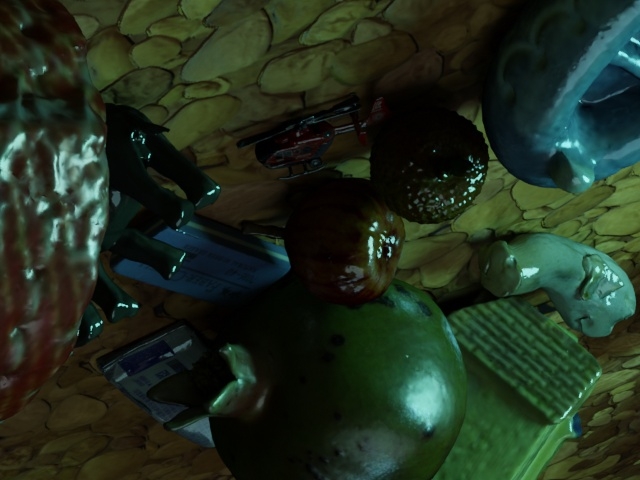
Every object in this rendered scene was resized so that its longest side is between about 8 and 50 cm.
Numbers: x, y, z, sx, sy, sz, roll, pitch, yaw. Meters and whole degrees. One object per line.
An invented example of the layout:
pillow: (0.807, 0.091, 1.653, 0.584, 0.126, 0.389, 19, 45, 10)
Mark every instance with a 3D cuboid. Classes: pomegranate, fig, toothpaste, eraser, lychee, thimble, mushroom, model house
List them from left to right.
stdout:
thimble: (-0.312, -0.022, 1.183, 0.230, 0.350, 0.350, 6, 142, -42)
toothpaste: (-0.149, 0.177, 1.982, 0.099, 0.068, 0.282, -50, 144, -11)
eraser: (-0.115, 0.019, 1.728, 0.082, 0.036, 0.225, -35, 150, 22)
pomegranate: (-0.018, 0.143, 1.822, 0.323, 0.291, 0.291, 24, 134, -21)
fig: (0.012, 0.009, 1.706, 0.150, 0.128, 0.128, -28, 153, 12)
lychee: (0.101, -0.072, 1.626, 0.114, 0.114, 0.146, -15, -167, -13)
model house: (0.187, 0.191, 2.113, 0.266, 0.261, 0.321, -52, 166, 4)
mushroom: (0.276, 0.043, 2.006, 0.278, 0.099, 0.096, 22, 102, -49)

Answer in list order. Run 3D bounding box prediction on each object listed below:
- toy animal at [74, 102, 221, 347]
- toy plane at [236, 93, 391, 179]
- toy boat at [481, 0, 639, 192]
toy animal: (-0.186, -0.014, 1.500, 0.245, 0.146, 0.114, -57, 170, 22)
toy plane: (-0.004, -0.097, 1.598, 0.145, 0.037, 0.060, -16, 143, -2)
toy boat: (0.287, -0.158, 1.564, 0.330, 0.123, 0.215, -39, 139, 27)
